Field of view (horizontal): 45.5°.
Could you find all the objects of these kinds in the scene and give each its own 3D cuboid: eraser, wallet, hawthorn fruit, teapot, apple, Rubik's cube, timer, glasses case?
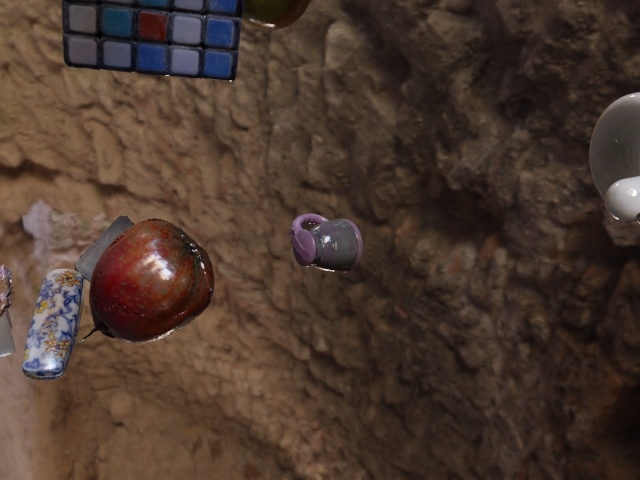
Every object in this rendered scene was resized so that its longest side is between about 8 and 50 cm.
[{"bbox_3d":[-0.559,0.060,1.281,0.157,0.038,0.230,96,-27,-44],"label":"eraser"},{"bbox_3d":[-0.430,0.054,1.686,0.222,0.167,0.036,35,-11,30],"label":"wallet"},{"bbox_3d":[-0.279,0.075,1.153,0.181,0.235,0.181,56,5,-7],"label":"hawthorn fruit"},{"bbox_3d":[0.006,-0.002,1.637,0.116,0.145,0.148,-30,-110,48],"label":"teapot"},{"bbox_3d":[-0.113,-0.564,1.571,0.194,0.260,0.261,16,55,-54],"label":"apple"},{"bbox_3d":[-0.270,-0.462,1.284,0.292,0.286,0.293,-100,-163,-53],"label":"Rubik's cube"},{"bbox_3d":[0.567,-0.143,1.338,0.233,0.239,0.234,170,-90,-67],"label":"timer"},{"bbox_3d":[-0.521,0.161,1.503,0.065,0.086,0.248,105,-14,-46],"label":"glasses case"}]

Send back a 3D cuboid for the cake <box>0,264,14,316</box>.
[{"bbox_3d":[-0.525,0.125,0.983,0.113,0.295,0.116,55,9,-39],"label":"cake"}]
